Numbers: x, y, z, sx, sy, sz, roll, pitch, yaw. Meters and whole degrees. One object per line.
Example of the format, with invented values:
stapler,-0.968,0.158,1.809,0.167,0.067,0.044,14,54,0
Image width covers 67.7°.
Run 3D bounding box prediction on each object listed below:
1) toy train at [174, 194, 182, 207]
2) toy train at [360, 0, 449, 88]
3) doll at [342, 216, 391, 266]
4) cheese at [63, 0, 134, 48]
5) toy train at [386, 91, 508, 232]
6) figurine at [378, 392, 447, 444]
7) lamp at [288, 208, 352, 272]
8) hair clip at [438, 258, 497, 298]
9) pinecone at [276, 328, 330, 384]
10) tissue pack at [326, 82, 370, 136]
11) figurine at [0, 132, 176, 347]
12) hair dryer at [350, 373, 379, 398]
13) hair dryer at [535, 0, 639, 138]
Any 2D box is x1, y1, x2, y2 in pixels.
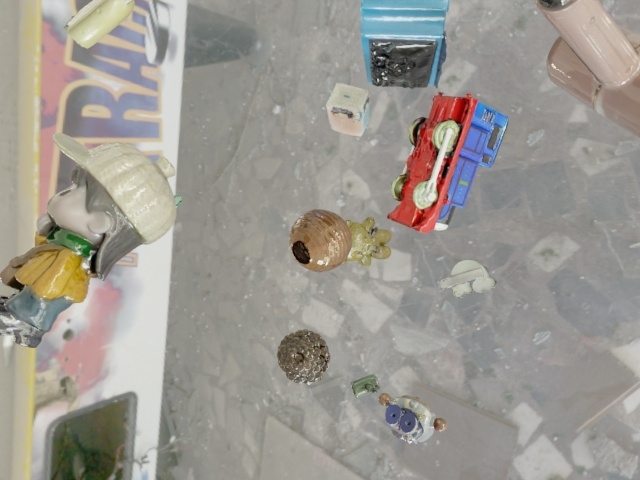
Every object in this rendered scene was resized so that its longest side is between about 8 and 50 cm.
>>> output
toy train,-0.396,-0.086,1.229,0.045,0.092,0.029,-2,128,42
toy train,0.164,-0.438,0.905,0.188,0.300,0.265,5,86,10
doll,0.131,0.007,1.285,0.097,0.210,0.137,18,104,47
cheese,-0.369,-0.434,0.872,0.255,0.050,0.127,-19,42,24
toy train,0.187,-0.111,0.715,0.083,0.131,0.204,31,106,54
figurine,0.253,0.505,1.329,0.194,0.274,0.133,21,81,3
lamp,0.000,0.000,1.005,0.136,0.136,0.136,2,93,42
hair clip,0.471,0.121,1.541,0.172,0.049,0.116,-18,82,15
pinecone,-0.054,0.403,1.639,0.179,0.204,0.184,-21,63,1
tissue pack,0.055,-0.248,0.916,0.074,0.094,0.058,17,75,11
figurine,-0.353,0.003,0.738,0.185,0.204,0.332,9,78,60
hair dryer,0.129,0.387,1.258,0.150,0.071,0.047,118,131,-76
hair dryer,0.327,-0.248,0.577,0.106,0.344,0.189,-52,49,25
